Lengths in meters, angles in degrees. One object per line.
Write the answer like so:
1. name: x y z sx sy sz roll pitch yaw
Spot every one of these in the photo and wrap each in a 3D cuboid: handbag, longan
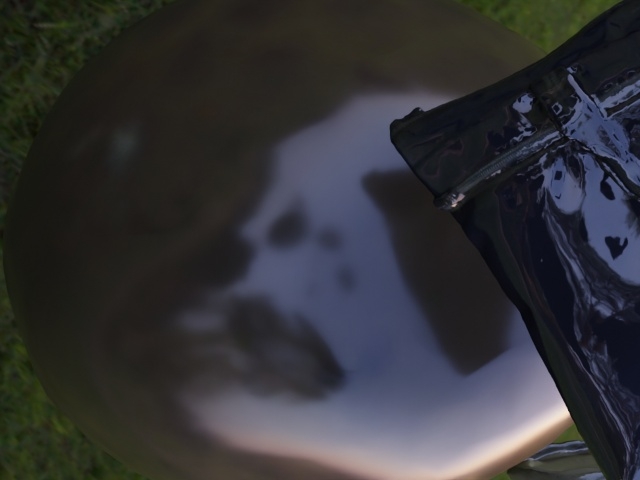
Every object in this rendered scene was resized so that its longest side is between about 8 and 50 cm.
1. handbag: 0.182 -0.025 0.507 0.254 0.211 0.088 -33 179 17
2. longan: 0.000 0.000 0.760 0.404 0.404 0.336 -4 94 -43

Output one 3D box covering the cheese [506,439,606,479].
1. cheese: 0.244 0.261 0.969 0.175 0.091 0.203 -1 78 -12
